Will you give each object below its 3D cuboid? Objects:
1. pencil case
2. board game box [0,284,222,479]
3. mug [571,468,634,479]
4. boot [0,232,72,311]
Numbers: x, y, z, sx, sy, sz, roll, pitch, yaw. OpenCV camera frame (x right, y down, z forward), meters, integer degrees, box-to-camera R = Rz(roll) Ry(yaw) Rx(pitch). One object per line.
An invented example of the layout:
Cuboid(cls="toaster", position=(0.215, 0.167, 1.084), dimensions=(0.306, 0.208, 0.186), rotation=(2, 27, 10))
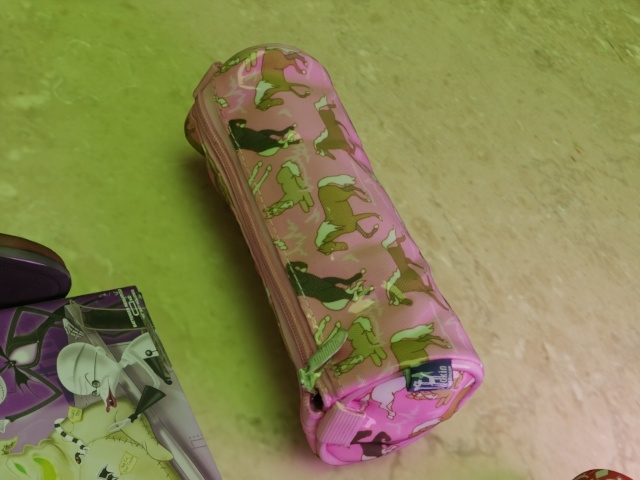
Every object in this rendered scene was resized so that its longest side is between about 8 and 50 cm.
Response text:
Cuboid(cls="pencil case", position=(0.000, 0.000, 0.819), dimensions=(0.160, 0.167, 0.386), rotation=(-23, 60, -2))
Cuboid(cls="board game box", position=(-0.165, 0.197, 0.631), dimensions=(0.208, 0.056, 0.347), rotation=(-13, 60, -32))
Cuboid(cls="mug", position=(0.196, 0.252, 0.744), dimensions=(0.169, 0.113, 0.150), rotation=(-22, 68, -44))
Cuboid(cls="boot", position=(-0.343, -0.059, 0.747), dimensions=(0.264, 0.096, 0.280), rotation=(2, 44, -18))
